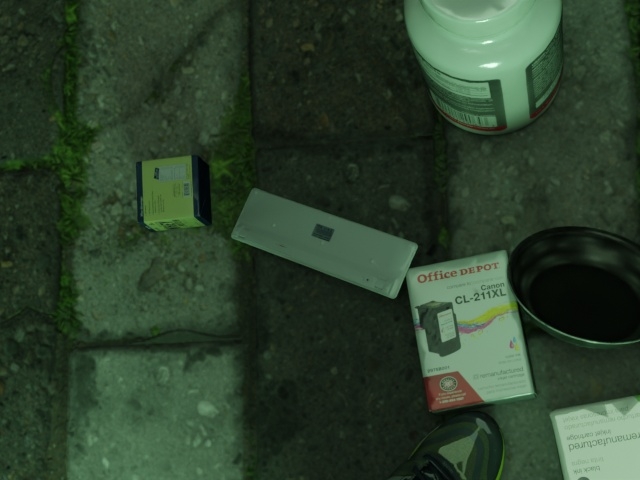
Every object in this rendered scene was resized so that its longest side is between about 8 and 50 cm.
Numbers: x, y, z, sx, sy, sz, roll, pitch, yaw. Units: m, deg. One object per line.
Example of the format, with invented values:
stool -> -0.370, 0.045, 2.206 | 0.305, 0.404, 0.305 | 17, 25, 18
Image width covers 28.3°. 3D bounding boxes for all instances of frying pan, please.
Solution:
frying pan -> 0.371, 0.075, 1.450 | 0.326, 0.053, 0.197 | 17, 42, 12

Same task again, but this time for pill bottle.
pill bottle -> 0.189, -0.248, 1.457 | 0.176, 0.318, 0.176 | -2, 77, 10

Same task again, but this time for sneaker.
sneaker -> 0.100, 0.317, 1.454 | 0.111, 0.121, 0.300 | 40, 88, 17

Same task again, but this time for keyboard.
keyboard -> 0.000, 0.000, 1.568 | 0.256, 0.014, 0.072 | 20, 77, 32

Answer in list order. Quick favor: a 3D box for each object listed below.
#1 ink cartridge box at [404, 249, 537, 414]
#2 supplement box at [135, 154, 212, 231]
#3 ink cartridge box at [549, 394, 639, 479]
ink cartridge box -> 0.178, 0.110, 1.509 | 0.128, 0.072, 0.175 | -12, 76, 10
supplement box -> -0.189, -0.060, 1.632 | 0.083, 0.056, 0.083 | -6, 77, 11
ink cartridge box -> 0.378, 0.309, 1.401 | 0.198, 0.115, 0.272 | -12, 75, 9
